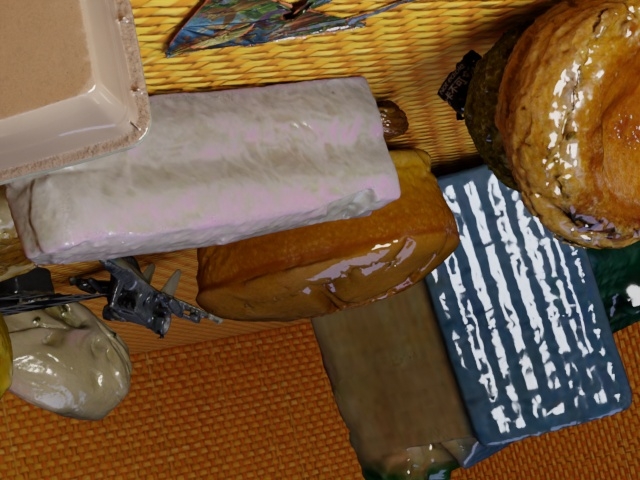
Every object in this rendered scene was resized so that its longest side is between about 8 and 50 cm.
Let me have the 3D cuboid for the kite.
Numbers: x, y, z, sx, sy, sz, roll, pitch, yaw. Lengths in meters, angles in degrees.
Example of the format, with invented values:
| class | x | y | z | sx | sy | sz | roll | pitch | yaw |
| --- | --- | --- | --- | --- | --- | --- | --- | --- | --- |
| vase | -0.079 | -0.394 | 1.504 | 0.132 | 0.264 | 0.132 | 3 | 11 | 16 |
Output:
| class | x | y | z | sx | sy | sz | roll | pitch | yaw |
| --- | --- | --- | --- | --- | --- | --- | --- | --- | --- |
| kite | -0.025 | -0.127 | 0.949 | 0.160 | 0.010 | 0.183 | -16 | 173 | 26 |

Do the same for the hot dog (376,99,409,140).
| class | x | y | z | sx | sy | sz | roll | pitch | yaw |
| --- | --- | --- | --- | --- | --- | --- | --- | --- | --- |
| hot dog | 0.030 | -0.089 | 1.293 | 0.083 | 0.035 | 0.058 | -18 | 173 | 36 |

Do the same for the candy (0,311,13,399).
| class | x | y | z | sx | sy | sz | roll | pitch | yaw |
| --- | --- | --- | --- | --- | --- | --- | --- | --- | --- |
| candy | -0.400 | 0.117 | 1.454 | 0.260 | 0.118 | 0.260 | -12 | -148 | 8 |

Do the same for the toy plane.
| class | x | y | z | sx | sy | sz | roll | pitch | yaw |
| --- | --- | --- | --- | --- | --- | --- | --- | --- | --- |
| toy plane | -0.222 | 0.062 | 1.932 | 0.192 | 0.088 | 0.262 | 14 | 176 | 14 |

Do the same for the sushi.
| class | x | y | z | sx | sy | sz | roll | pitch | yaw |
| --- | --- | --- | --- | --- | --- | --- | --- | --- | --- |
| sushi | -0.345 | 0.046 | 1.670 | 0.215 | 0.050 | 0.192 | -11 | 173 | 34 |

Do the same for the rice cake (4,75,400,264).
| class | x | y | z | sx | sy | sz | roll | pitch | yaw |
| --- | --- | --- | --- | --- | --- | --- | --- | --- | --- |
| rice cake | -0.074 | -0.050 | 1.101 | 0.298 | 0.106 | 0.050 | -8 | 163 | -38 |

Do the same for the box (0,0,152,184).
| class | x | y | z | sx | sy | sz | roll | pitch | yaw |
| --- | --- | --- | --- | --- | --- | --- | --- | --- | --- |
| box | -0.149 | -0.079 | 0.784 | 0.122 | 0.089 | 0.062 | -14 | 164 | 7 |

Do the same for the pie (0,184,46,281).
| class | x | y | z | sx | sy | sz | roll | pitch | yaw |
| --- | --- | --- | --- | --- | --- | --- | --- | --- | --- |
| pie | -0.218 | -0.018 | 1.340 | 0.274 | 0.055 | 0.274 | -18 | 174 | -2 |

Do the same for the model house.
| class | x | y | z | sx | sy | sz | roll | pitch | yaw |
| --- | --- | --- | --- | --- | --- | --- | --- | --- | --- |
| model house | 0.231 | 0.065 | 1.842 | 0.342 | 0.334 | 0.382 | -16 | -176 | 41 |

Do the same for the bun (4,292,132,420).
| class | x | y | z | sx | sy | sz | roll | pitch | yaw |
| --- | --- | --- | --- | --- | --- | --- | --- | --- | --- |
| bun | -0.317 | 0.123 | 1.963 | 0.116 | 0.210 | 0.237 | -57 | -173 | 9 |

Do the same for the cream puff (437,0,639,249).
| class | x | y | z | sx | sy | sz | roll | pitch | yaw |
| --- | --- | --- | --- | --- | --- | --- | --- | --- | --- |
| cream puff | 0.166 | -0.092 | 1.117 | 0.183 | 0.183 | 0.169 | -9 | -162 | -33 |

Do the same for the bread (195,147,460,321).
| class | x | y | z | sx | sy | sz | roll | pitch | yaw |
| --- | --- | --- | --- | --- | --- | --- | --- | --- | --- |
| bread | 0.000 | 0.000 | 1.570 | 0.269 | 0.143 | 0.195 | -14 | 174 | 27 |
